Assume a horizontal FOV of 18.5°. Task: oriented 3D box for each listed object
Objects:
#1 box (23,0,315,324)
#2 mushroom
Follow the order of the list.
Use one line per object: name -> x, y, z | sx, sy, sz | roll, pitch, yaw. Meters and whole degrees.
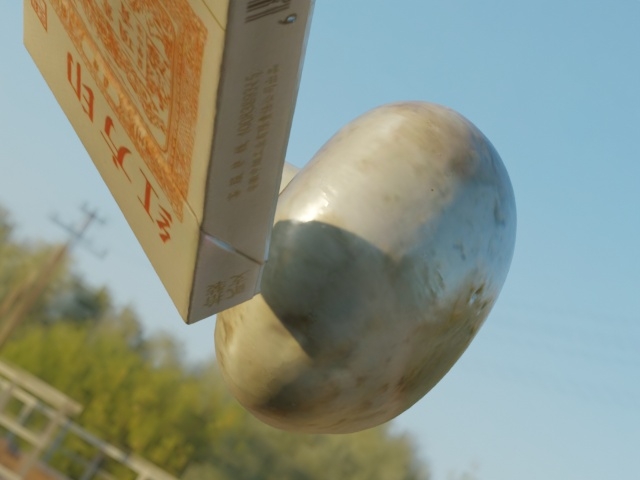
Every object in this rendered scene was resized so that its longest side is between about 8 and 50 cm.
box -> -0.073, -0.139, 0.884 | 0.204, 0.051, 0.365 | 57, -23, 26
mushroom -> 0.000, 0.000, 1.272 | 0.243, 0.243, 0.243 | 31, -9, 5
